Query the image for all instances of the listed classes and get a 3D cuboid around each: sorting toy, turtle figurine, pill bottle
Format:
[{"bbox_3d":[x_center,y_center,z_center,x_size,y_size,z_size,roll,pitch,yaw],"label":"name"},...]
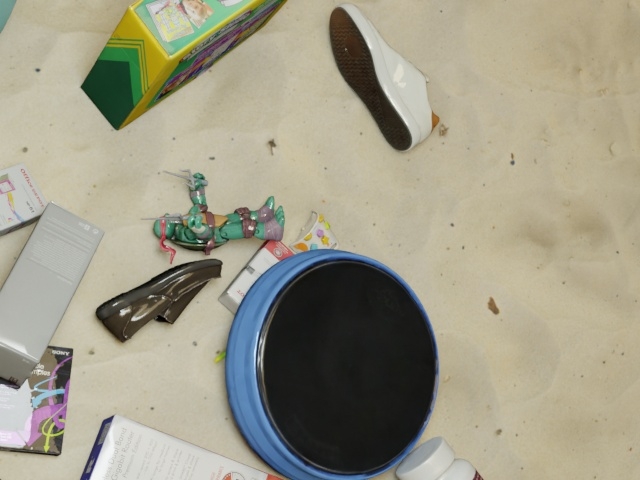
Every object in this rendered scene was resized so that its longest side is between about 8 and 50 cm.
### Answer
[{"bbox_3d":[0.000,0.000,1.845,0.075,0.044,0.083,47,60,-28],"label":"sorting toy"},{"bbox_3d":[-0.183,-0.037,1.728,0.234,0.118,0.175,1,35,-17],"label":"turtle figurine"},{"bbox_3d":[0.232,0.443,1.775,0.121,0.121,0.221,-39,94,-28],"label":"pill bottle"}]

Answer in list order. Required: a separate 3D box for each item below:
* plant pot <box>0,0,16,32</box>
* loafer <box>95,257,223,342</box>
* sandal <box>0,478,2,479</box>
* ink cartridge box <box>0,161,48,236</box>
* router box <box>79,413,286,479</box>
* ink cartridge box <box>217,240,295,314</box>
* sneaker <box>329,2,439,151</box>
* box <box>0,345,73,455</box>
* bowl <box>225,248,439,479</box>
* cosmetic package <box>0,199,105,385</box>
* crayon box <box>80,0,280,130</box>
[{"bbox_3d":[-0.574,-0.402,1.560,0.235,0.293,0.293,21,67,-32],"label":"plant pot"},{"bbox_3d":[-0.246,0.094,1.686,0.220,0.080,0.078,-26,97,-23],"label":"loafer"},{"bbox_3d":[-0.514,0.425,1.433,0.054,0.097,0.254,24,47,27],"label":"sandal"},{"bbox_3d":[-0.481,-0.057,1.601,0.122,0.052,0.089,-31,91,-54],"label":"ink cartridge box"},{"bbox_3d":[-0.236,0.470,1.572,0.301,0.082,0.336,25,67,-17],"label":"router box"},{"bbox_3d":[-0.090,0.077,1.766,0.099,0.056,0.135,44,62,-9],"label":"ink cartridge box"},{"bbox_3d":[0.120,-0.312,1.958,0.123,0.106,0.290,-35,101,-35],"label":"sneaker"},{"bbox_3d":[-0.434,0.232,1.579,0.116,0.029,0.162,10,69,-22],"label":"box"},{"bbox_3d":[0.033,0.206,1.737,0.391,0.077,0.391,5,81,-32],"label":"bowl"},{"bbox_3d":[-0.417,0.079,1.557,0.107,0.127,0.238,31,54,-12],"label":"cosmetic package"},{"bbox_3d":[-0.184,-0.358,1.701,0.363,0.313,0.106,-42,95,-28],"label":"crayon box"}]
